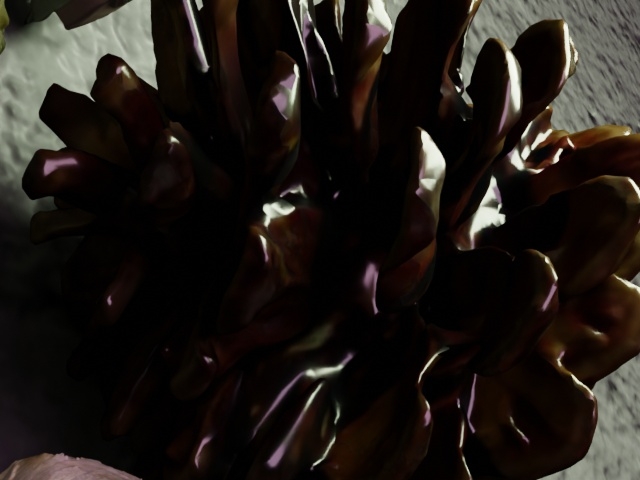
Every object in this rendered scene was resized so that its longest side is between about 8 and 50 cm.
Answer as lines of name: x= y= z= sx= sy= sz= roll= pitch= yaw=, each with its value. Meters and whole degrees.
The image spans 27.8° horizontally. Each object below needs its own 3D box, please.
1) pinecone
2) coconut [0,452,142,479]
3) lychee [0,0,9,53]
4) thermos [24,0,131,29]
pinecone: x=0.000 y=0.000 z=0.781 sx=0.397 sy=0.397 sz=0.398 roll=33 pitch=44 yaw=-39
coconut: x=-0.134 y=0.191 z=0.674 sx=0.161 sy=0.161 sz=0.162 roll=51 pitch=32 yaw=-20
lychee: x=-0.275 y=-0.119 z=0.593 sx=0.255 sy=0.274 sz=0.255 roll=-19 pitch=90 yaw=-81
thermos: x=-0.201 y=-0.279 z=0.882 sx=0.265 sy=0.176 sz=0.146 roll=54 pitch=24 yaw=-14
